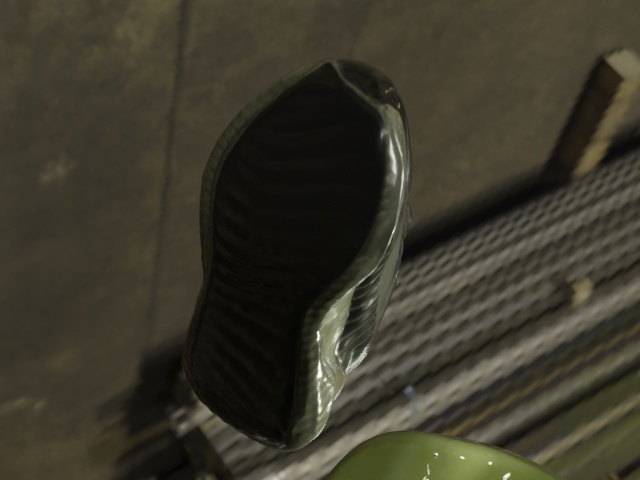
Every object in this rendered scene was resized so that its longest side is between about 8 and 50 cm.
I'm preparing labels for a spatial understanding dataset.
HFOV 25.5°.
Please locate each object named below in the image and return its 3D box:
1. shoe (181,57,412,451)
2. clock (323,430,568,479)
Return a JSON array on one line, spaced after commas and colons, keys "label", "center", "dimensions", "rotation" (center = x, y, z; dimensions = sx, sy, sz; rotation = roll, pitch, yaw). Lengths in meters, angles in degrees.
[{"label": "shoe", "center": [0.000, 0.000, 0.724], "dimensions": [0.112, 0.099, 0.227], "rotation": [-39, 152, -52]}, {"label": "clock", "center": [0.072, 0.166, 0.364], "dimensions": [0.069, 0.232, 0.170], "rotation": [25, 92, -59]}]
